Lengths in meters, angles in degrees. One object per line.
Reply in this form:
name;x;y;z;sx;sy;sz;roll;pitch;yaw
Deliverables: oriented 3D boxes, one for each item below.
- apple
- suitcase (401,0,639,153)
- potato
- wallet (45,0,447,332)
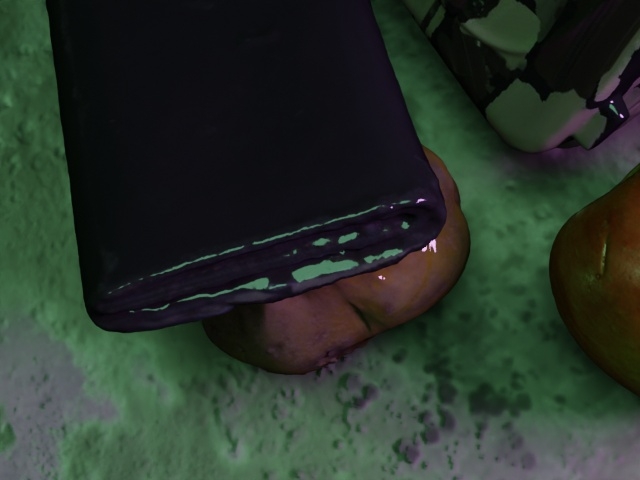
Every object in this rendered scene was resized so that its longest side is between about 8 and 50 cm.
apple;0.253;0.023;1.036;0.196;0.196;0.196;-1;77;6
suitcase;0.179;-0.269;1.038;0.194;0.351;0.339;-24;74;-42
potato;0.000;-0.001;1.096;0.200;0.137;0.154;-24;120;5
wallet;-0.069;-0.126;1.081;0.228;0.062;0.406;-17;48;3
